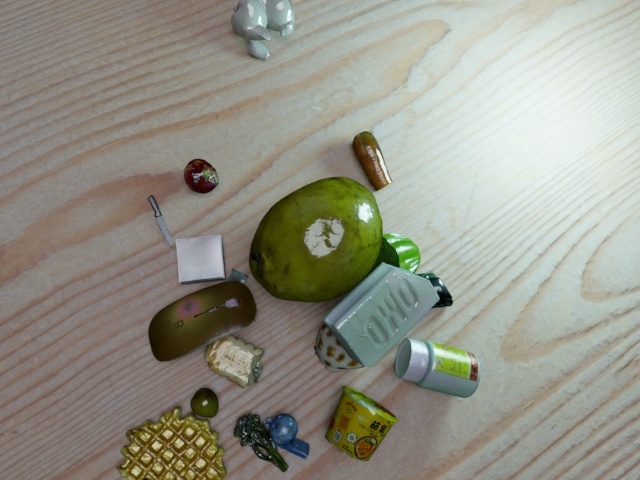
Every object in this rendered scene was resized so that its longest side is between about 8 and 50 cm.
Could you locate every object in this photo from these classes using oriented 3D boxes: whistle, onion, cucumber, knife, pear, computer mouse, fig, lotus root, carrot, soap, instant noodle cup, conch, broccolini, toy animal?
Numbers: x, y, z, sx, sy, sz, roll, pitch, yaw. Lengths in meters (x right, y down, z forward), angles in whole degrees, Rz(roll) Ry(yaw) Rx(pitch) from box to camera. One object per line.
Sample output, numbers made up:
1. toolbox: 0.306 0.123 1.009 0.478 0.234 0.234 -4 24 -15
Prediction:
1. whistle: -0.088 0.539 1.315 0.157 0.090 0.090 27 76 -5
2. onion: -0.357 -0.190 1.394 0.107 0.097 0.107 28 49 -38
3. cucumber: 0.323 0.157 1.473 0.192 0.086 0.116 -3 82 -5
4. knife: -0.474 -0.056 1.386 0.023 0.010 0.170 -24 87 -15
5. pear: 0.000 0.000 1.299 0.413 0.352 0.352 -39 89 -22
6. computer mouse: -0.330 0.221 1.292 0.310 0.072 0.158 -23 61 -4
7. fig: -0.315 0.455 1.294 0.074 0.074 0.088 -38 107 -15
8. lotus root: 0.242 0.053 1.442 0.186 0.186 0.186 2 79 -11
9. carrot: 0.168 -0.258 1.513 0.087 0.087 0.194 -22 84 -14
10. soap: 0.166 0.186 1.251 0.289 0.095 0.173 -40 110 -18
11. instant noodle cup: 0.107 0.521 1.317 0.182 0.182 0.144 30 84 -5
12. conch: 0.113 0.272 1.369 0.182 0.148 0.275 39 77 -7
13. broccolini: -0.156 0.567 1.306 0.202 0.068 0.091 42 56 -2
14. toy animal: -0.179 -0.706 1.506 0.193 0.127 0.179 -40 91 -18

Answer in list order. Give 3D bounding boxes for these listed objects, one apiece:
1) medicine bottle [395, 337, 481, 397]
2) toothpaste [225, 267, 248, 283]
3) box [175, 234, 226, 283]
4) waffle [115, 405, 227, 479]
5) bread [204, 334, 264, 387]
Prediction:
1. medicine bottle: 0.351 0.380 1.402 0.225 0.139 0.139 16 77 -8
2. toothpaste: -0.287 0.180 1.367 0.056 0.036 0.205 27 73 9
3. box: -0.348 0.056 1.363 0.129 0.051 0.130 -6 80 -7
4. waffle: -0.396 0.606 1.253 0.283 0.065 0.310 -2 77 -14
5. bread: -0.238 0.335 1.321 0.177 0.084 0.119 31 74 -4
